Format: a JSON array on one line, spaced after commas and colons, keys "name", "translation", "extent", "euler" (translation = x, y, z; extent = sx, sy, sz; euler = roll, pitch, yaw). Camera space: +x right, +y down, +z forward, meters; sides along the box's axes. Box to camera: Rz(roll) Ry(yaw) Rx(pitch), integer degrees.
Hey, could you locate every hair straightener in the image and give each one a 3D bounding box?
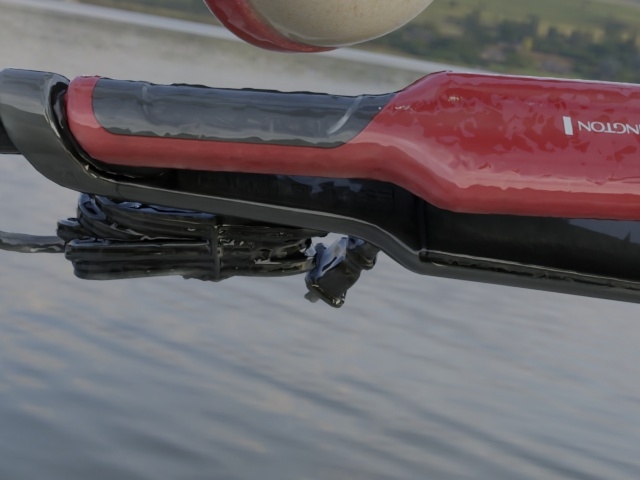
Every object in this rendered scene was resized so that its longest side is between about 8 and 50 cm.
[{"name": "hair straightener", "translation": [0.000, 0.000, 0.359], "extent": [0.230, 0.047, 0.089], "euler": [-1, -34, -12]}]

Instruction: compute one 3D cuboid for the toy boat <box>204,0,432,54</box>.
[{"name": "toy boat", "translation": [-0.021, -0.203, 0.700], "extent": [0.151, 0.231, 0.151], "euler": [-3, -4, 45]}]
